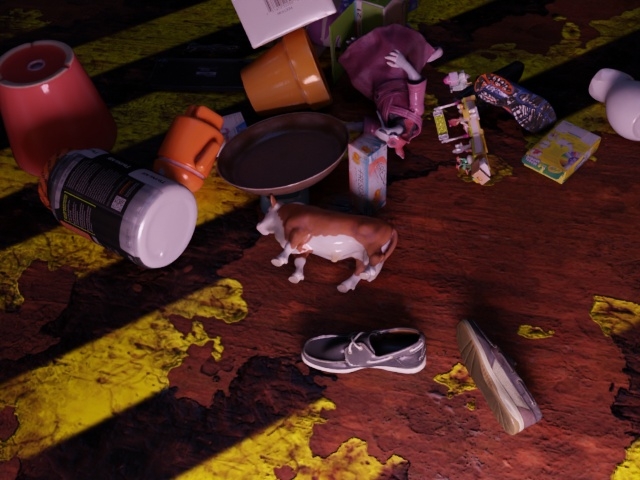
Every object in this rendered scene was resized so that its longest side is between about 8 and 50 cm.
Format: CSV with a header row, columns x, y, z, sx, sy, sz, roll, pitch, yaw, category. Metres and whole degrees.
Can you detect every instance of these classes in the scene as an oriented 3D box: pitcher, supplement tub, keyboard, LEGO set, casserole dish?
x,y,z,sx,sy,sz,roll,pitch,yaw,category
0.752,-0.318,1.726,0.177,0.126,0.207,5,36,-10,pitcher
-0.438,-0.080,1.572,0.315,0.194,0.194,24,54,24,supplement tub
-0.305,-0.479,2.029,0.316,0.033,0.202,4,55,8,keyboard
0.323,-0.241,1.703,0.107,0.132,0.287,-13,69,17,LEGO set
-0.086,-0.130,1.688,0.114,0.037,0.189,-6,49,1,casserole dish

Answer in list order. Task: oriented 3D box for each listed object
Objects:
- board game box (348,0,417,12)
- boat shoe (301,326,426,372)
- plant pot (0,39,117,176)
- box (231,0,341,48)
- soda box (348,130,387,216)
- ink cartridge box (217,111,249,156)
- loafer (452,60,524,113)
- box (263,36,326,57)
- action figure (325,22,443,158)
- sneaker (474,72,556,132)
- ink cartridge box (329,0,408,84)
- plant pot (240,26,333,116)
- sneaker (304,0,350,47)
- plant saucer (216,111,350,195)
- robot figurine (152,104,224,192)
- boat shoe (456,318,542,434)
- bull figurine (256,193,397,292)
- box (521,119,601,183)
x,y,z,sx,sy,sz,roll,pitch,yaw,category
0.090,-0.752,2.202,0.233,0.078,0.347,-31,52,-21,board game box
0.078,0.193,1.352,0.232,0.079,0.084,0,50,8,boat shoe
-0.658,-0.332,1.790,0.274,0.243,0.275,-2,48,3,plant pot
-0.080,-0.606,1.790,0.214,0.168,0.345,-21,19,12,box
0.102,-0.141,1.577,0.058,0.183,0.063,-36,56,-24,soda box
-0.240,-0.258,1.808,0.122,0.052,0.089,-18,49,-9,ink cartridge box
0.425,-0.393,1.844,0.223,0.076,0.078,-38,62,-21,loafer
-0.060,-0.593,2.101,0.186,0.038,0.145,16,52,20,box
0.174,-0.345,1.801,0.248,0.275,0.370,-32,55,35,action figure
0.470,-0.338,1.752,0.221,0.083,0.087,34,28,-6,sneaker
0.130,-0.540,1.934,0.097,0.189,0.255,23,56,22,ink cartridge box
-0.092,-0.406,1.844,0.187,0.205,0.205,-20,47,8,plant pot
0.058,-0.653,2.029,0.161,0.102,0.282,15,76,15,sneaker
-0.081,-0.193,1.672,0.310,0.050,0.311,-9,40,8,plant saucer
-0.303,-0.201,1.684,0.158,0.128,0.220,22,83,11,robot figurine
0.313,0.233,1.295,0.073,0.080,0.224,-14,53,-14,boat shoe
0.000,0.000,1.520,0.310,0.101,0.189,6,53,14,bull figurine
0.548,-0.198,1.680,0.105,0.043,0.179,35,57,31,box
